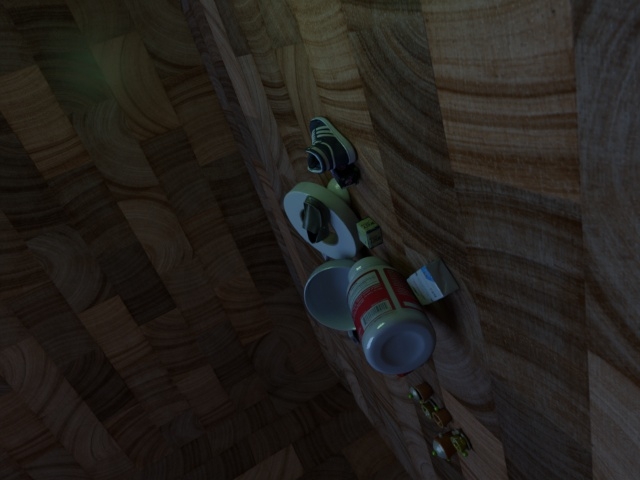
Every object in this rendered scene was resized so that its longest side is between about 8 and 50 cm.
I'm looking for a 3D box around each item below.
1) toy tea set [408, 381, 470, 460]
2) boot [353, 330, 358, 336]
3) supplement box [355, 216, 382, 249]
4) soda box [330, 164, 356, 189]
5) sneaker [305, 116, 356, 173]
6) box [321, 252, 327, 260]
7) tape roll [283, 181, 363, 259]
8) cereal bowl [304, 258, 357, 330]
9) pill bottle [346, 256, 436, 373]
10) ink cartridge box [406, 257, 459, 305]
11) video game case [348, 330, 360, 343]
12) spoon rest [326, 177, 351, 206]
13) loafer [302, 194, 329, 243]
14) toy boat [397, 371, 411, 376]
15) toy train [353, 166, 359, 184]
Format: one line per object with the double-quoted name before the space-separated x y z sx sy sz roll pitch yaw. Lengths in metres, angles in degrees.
"toy tea set" 0.479 0.778 1.857 0.336 0.124 0.200 55 164 29
"boot" 0.273 0.501 2.170 0.264 0.096 0.280 67 164 -1
"supplement box" 0.180 -0.027 1.616 0.083 0.056 0.083 47 159 49
"soda box" 0.066 -0.259 1.560 0.053 0.060 0.169 77 169 -49
"sneaker" -0.009 -0.336 1.535 0.282 0.153 0.099 51 161 41
"box" 0.000 0.000 2.365 0.186 0.038 0.145 57 165 20
"tape roll" 0.012 -0.074 1.834 0.391 0.072 0.392 34 155 18
"cereal bowl" 0.106 0.217 1.884 0.141 0.338 0.339 -72 -35 -60
"pill bottle" 0.216 0.230 1.485 0.408 0.228 0.229 -107 -2 -60
"ink cartridge box" 0.335 0.130 1.326 0.104 0.060 0.180 60 166 12
"video game case" 0.162 0.455 2.402 0.285 0.025 0.204 61 -169 -65
"spoon rest" 0.051 -0.174 1.819 0.137 0.084 0.276 62 153 -1
"loafer" -0.022 -0.071 1.697 0.094 0.087 0.251 27 152 30
"toy boat" 0.298 0.376 1.744 0.267 0.148 0.319 -36 80 54
"toy train" 0.124 -0.226 1.540 0.083 0.017 0.024 88 162 -60
